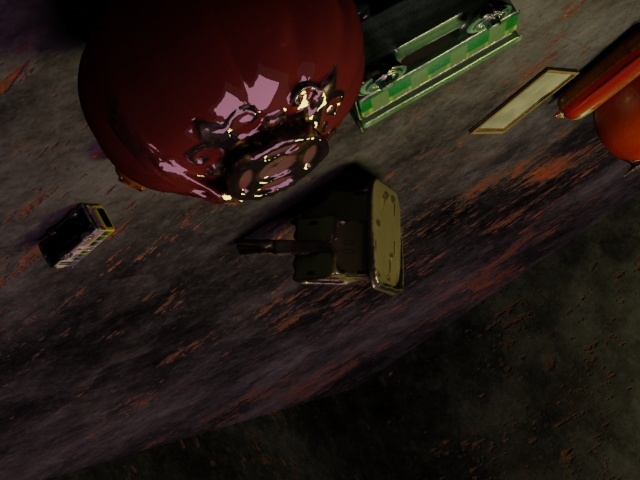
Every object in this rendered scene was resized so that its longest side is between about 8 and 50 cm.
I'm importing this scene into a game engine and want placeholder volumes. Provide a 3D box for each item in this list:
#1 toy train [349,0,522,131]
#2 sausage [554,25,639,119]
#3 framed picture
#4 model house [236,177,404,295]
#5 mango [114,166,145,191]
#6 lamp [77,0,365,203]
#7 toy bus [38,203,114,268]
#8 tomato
[{"bbox_3d":[0.133,-0.276,1.610,0.300,0.120,0.202,-30,168,1],"label":"toy train"},{"bbox_3d":[0.548,-0.311,2.331,0.083,0.083,0.264,-13,160,-46],"label":"sausage"},{"bbox_3d":[0.389,-0.266,2.314,0.201,0.010,0.136,-40,161,32],"label":"framed picture"},{"bbox_3d":[0.000,0.000,2.235,0.278,0.205,0.218,-3,171,18],"label":"model house"},{"bbox_3d":[-0.219,-0.119,1.578,0.127,0.063,0.077,-42,156,23],"label":"mango"},{"bbox_3d":[-0.099,-0.175,1.243,0.303,0.257,0.303,-26,162,-9],"label":"lamp"},{"bbox_3d":[-0.349,-0.006,1.729,0.102,0.052,0.058,-38,162,24],"label":"toy bus"},{"bbox_3d":[0.676,-0.266,2.425,0.255,0.224,0.256,-26,168,-6],"label":"tomato"}]
